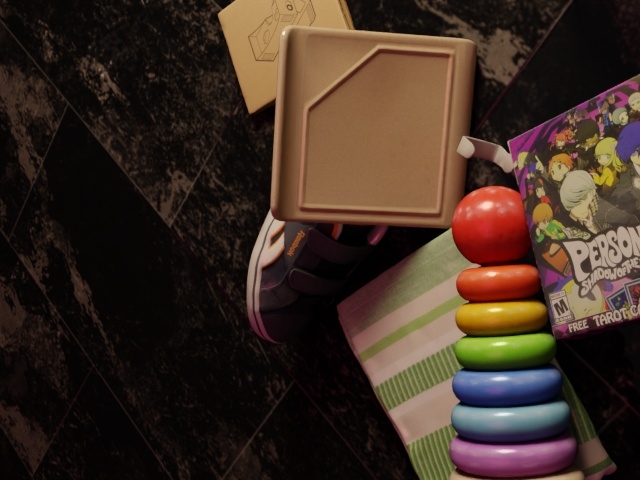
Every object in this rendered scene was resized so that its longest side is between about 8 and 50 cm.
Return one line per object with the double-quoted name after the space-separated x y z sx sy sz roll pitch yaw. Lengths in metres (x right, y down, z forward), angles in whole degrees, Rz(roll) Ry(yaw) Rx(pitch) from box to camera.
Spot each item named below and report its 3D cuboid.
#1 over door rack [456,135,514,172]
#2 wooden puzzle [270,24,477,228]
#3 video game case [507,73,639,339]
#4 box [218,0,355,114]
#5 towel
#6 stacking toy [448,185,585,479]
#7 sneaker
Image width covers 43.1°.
0.318 -0.124 0.811 0.324 0.108 0.239 42 119 43 "over door rack"
0.062 -0.128 0.942 0.044 0.239 0.221 -144 57 -74 "wooden puzzle"
0.288 -0.037 0.724 0.232 0.042 0.210 -26 67 47 "video game case"
-0.048 -0.290 1.118 0.201 0.021 0.164 -25 79 37 "box"
0.172 0.169 0.976 0.248 0.038 0.324 -36 75 34 "towel"
0.190 0.107 0.859 0.141 0.141 0.330 -9 86 38 "stacking toy"
0.000 0.000 1.043 0.127 0.126 0.321 26 108 39 "sneaker"
